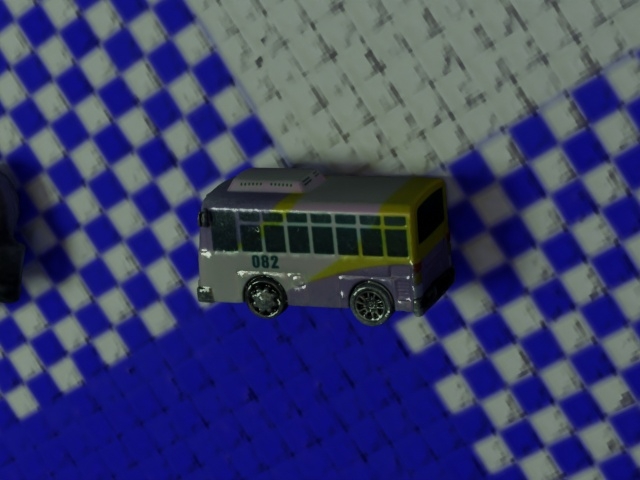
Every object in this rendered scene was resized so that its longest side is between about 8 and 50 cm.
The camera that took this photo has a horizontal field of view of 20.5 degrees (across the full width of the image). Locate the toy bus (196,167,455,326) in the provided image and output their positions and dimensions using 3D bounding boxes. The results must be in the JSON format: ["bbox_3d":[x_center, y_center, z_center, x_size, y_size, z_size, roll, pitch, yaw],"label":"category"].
[{"bbox_3d":[0.000,0.000,0.738,0.102,0.052,0.058,3,108,22],"label":"toy bus"}]

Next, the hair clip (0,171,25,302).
[{"bbox_3d":[-0.226,-0.002,0.842,0.195,0.052,0.124,17,108,24],"label":"hair clip"}]
